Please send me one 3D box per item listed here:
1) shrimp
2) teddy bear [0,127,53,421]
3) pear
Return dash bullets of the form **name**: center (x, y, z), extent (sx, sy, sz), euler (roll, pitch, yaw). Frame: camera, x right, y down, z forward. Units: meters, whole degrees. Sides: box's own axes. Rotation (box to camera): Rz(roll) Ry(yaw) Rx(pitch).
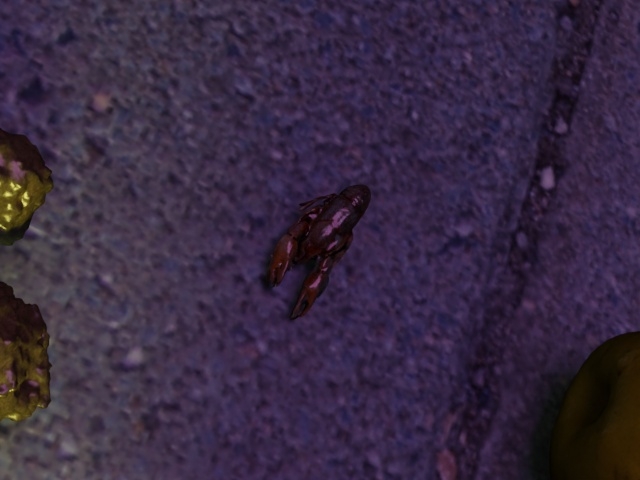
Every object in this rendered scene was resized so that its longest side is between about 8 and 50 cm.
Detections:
- **shrimp**: center (-0.004, 0.000, 0.651), extent (0.038, 0.029, 0.092), euler (33, 67, -14)
- **teddy bear**: center (-0.211, -0.022, 0.512), extent (0.251, 0.182, 0.129), euler (66, 20, -11)
- **pear**: center (0.212, 0.131, 0.647), extent (0.162, 0.149, 0.148), euler (37, 63, -12)
